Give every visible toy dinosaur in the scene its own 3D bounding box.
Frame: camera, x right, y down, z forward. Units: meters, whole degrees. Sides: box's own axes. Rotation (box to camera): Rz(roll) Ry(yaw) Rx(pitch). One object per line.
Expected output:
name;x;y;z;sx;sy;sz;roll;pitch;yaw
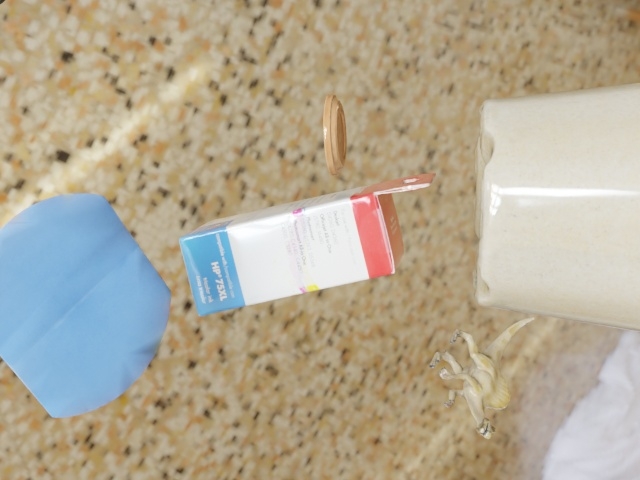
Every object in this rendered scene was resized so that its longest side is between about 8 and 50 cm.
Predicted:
toy dinosaur;0.172;0.141;1.318;0.053;0.093;0.183;-48;-168;46

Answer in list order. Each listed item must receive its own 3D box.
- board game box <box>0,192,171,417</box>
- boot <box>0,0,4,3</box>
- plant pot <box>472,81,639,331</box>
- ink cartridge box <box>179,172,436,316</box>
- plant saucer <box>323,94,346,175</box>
board game box;-0.190;0.045;0.906;0.133;0.033;0.168;-47;125;-23
boot;-0.364;-0.303;1.219;0.045;0.099;0.121;-42;154;-18
plant pot;0.316;-0.037;1.271;0.334;0.305;0.333;2;90;-85
ink cartridge box;0.000;0.000;1.127;0.134;0.231;0.078;-45;122;-79
plant saucer;0.016;-0.109;1.249;0.083;0.013;0.083;-3;90;-80
